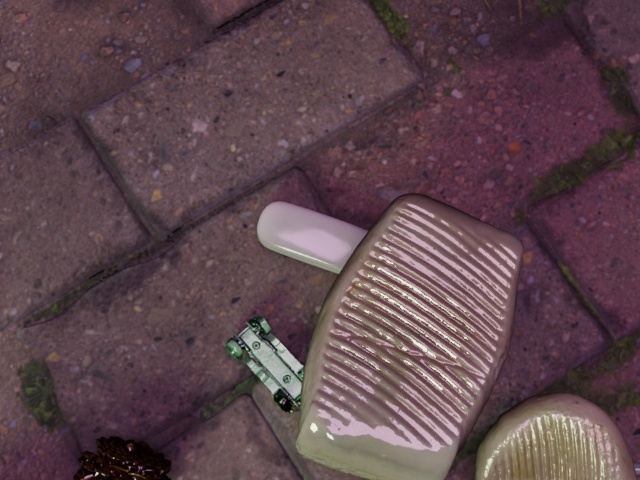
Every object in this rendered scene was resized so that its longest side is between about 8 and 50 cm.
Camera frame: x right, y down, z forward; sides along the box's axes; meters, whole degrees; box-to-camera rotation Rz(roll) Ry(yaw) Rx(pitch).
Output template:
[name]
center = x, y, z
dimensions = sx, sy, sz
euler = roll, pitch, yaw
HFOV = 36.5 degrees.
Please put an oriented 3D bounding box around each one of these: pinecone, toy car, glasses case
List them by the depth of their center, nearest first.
[pinecone]
center = -0.266, 0.332, 1.311
dimensions = 0.140, 0.140, 0.121
euler = 26, 95, 4
[toy car]
center = -0.068, 0.178, 1.395
dimensions = 0.073, 0.054, 0.143
euler = -43, 77, -13
[glasses case]
center = 0.000, 0.000, 1.443
dimensions = 0.193, 0.049, 0.074
euler = 19, 77, 1

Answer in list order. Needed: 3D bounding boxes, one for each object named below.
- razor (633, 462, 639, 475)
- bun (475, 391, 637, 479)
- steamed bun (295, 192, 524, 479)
[razor]
center = 0.496, 0.328, 1.390
dimensions = 0.211, 0.036, 0.084
euler = 2, 74, -3
[bun]
center = 0.320, 0.315, 1.336
dimensions = 0.231, 0.133, 0.231
euler = 1, 96, 14
[steamed bun]
center = 0.111, 0.146, 1.319
dimensions = 0.247, 0.236, 0.383
euler = 22, 67, 1
